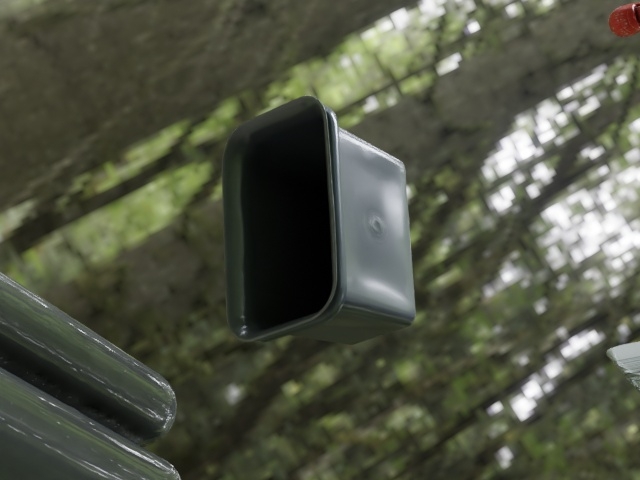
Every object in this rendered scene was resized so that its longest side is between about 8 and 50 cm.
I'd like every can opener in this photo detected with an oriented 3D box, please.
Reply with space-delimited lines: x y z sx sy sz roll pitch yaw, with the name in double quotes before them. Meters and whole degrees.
"can opener" -0.155 0.040 0.643 0.283 0.095 0.076 41 35 -53

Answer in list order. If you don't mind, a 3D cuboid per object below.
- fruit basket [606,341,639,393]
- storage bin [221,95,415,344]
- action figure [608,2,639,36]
"fruit basket" 0.396 0.108 1.236 0.353 0.327 0.165 -119 -168 -59
"storage bin" 0.000 0.000 1.114 0.098 0.091 0.135 -21 -118 38
"action figure" 0.370 -0.226 1.574 0.139 0.280 0.091 -39 109 -82
